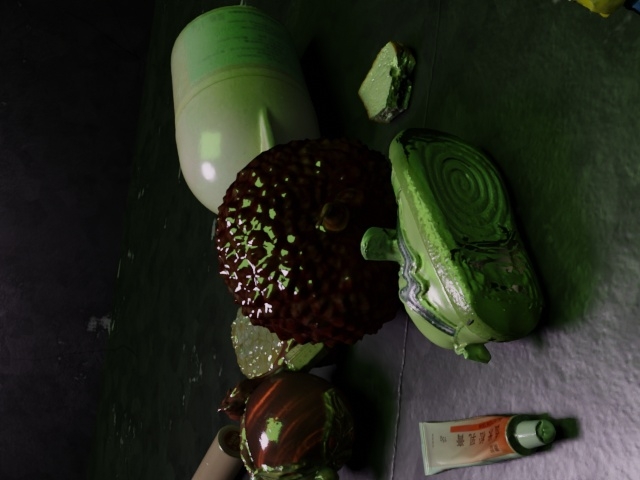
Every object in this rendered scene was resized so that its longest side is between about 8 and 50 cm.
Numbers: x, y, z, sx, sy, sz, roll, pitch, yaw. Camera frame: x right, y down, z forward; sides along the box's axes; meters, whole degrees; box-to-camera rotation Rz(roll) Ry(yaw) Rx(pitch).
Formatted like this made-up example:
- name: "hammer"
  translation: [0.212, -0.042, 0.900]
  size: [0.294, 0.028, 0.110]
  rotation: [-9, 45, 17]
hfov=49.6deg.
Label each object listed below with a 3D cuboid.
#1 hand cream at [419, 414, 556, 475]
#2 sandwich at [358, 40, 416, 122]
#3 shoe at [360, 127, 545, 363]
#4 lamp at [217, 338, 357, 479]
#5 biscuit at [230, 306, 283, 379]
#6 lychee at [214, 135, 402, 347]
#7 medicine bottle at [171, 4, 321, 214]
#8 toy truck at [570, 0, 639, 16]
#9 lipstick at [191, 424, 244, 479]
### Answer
- name: "hand cream"
  translation: [0.161, 0.206, 0.716]
  size: [0.216, 0.038, 0.052]
  rotation: [-39, 21, 58]
- name: "sandwich"
  translation: [0.096, -0.219, 0.959]
  size: [0.104, 0.036, 0.093]
  rotation: [-62, 32, 31]
- name: "shoe"
  translation: [0.127, -0.003, 0.717]
  size: [0.128, 0.140, 0.262]
  rotation: [-43, 53, 34]
- name: "lamp"
  translation: [-0.029, 0.229, 0.938]
  size: [0.223, 0.215, 0.151]
  rotation: [47, 165, 20]
- name: "biscuit"
  translation: [-0.102, 0.182, 1.225]
  size: [0.290, 0.038, 0.141]
  rotation: [-15, 70, 63]
- name: "lychee"
  translation: [0.000, 0.000, 0.847]
  size: [0.300, 0.265, 0.264]
  rotation: [133, 141, -77]
- name: "medicine bottle"
  translation: [-0.121, -0.179, 1.148]
  size: [0.235, 0.236, 0.406]
  rotation: [-56, 36, 40]
- name: "toy truck"
  translation: [0.160, -0.305, 0.495]
  size: [0.161, 0.385, 0.162]
  rotation: [-53, 20, 42]
- name: "lipstick"
  translation: [-0.202, 0.448, 1.304]
  size: [0.254, 0.070, 0.070]
  rotation: [-61, 33, 34]
